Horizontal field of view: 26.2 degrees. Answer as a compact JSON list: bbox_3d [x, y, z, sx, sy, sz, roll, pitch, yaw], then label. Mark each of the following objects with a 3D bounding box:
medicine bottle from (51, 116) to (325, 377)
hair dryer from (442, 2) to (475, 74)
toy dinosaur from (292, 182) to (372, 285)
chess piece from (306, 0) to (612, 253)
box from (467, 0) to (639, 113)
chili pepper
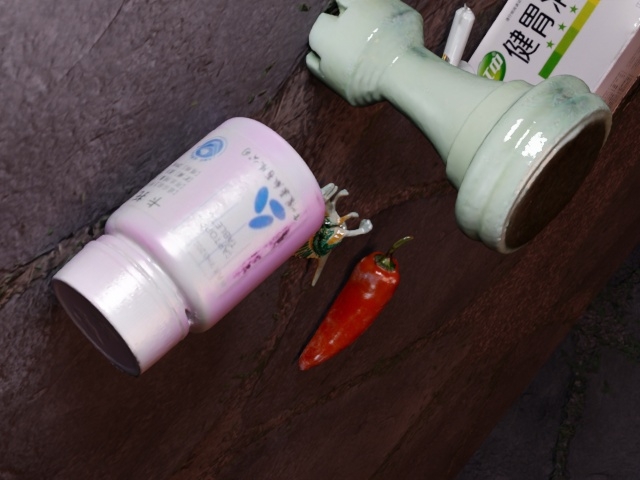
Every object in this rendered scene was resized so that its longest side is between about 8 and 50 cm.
[{"bbox_3d":[-0.129,0.005,1.355,0.254,0.152,0.152,-41,157,-23],"label":"medicine bottle"},{"bbox_3d":[0.169,-0.235,1.720,0.082,0.047,0.137,-29,143,-46],"label":"hair dryer"},{"bbox_3d":[-0.002,-0.002,1.764,0.106,0.044,0.187,-5,145,-45],"label":"toy dinosaur"},{"bbox_3d":[0.130,-0.143,1.423,0.194,0.299,0.194,-42,157,-23],"label":"chess piece"},{"bbox_3d":[0.341,-0.273,1.818,0.333,0.173,0.145,-57,157,15],"label":"box"},{"bbox_3d":[0.054,0.090,1.995,0.272,0.071,0.063,-54,-161,24],"label":"chili pepper"}]
